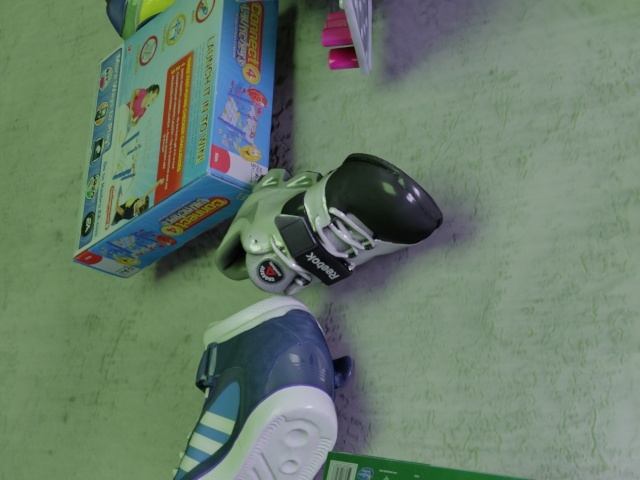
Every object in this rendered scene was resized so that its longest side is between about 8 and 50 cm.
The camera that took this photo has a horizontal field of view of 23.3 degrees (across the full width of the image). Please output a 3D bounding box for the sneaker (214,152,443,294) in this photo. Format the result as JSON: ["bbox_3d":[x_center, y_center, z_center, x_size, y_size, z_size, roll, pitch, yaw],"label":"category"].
[{"bbox_3d":[0.000,0.000,1.643,0.146,0.122,0.330,-52,20,-23],"label":"sneaker"}]

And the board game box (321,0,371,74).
[{"bbox_3d":[0.005,-0.433,1.648,0.050,0.390,0.389,-4,66,8],"label":"board game box"}]

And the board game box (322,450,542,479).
[{"bbox_3d":[0.179,0.223,1.251,0.317,0.213,0.046,-2,72,53],"label":"board game box"}]

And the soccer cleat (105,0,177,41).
[{"bbox_3d":[-0.181,-0.378,2.146,0.289,0.093,0.121,-44,73,25],"label":"soccer cleat"}]

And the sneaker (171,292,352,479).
[{"bbox_3d":[-0.094,0.206,1.710,0.322,0.130,0.236,-54,28,28],"label":"sneaker"}]

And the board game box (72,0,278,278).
[{"bbox_3d":[-0.183,-0.146,1.954,0.302,0.086,0.308,-28,50,44],"label":"board game box"}]
